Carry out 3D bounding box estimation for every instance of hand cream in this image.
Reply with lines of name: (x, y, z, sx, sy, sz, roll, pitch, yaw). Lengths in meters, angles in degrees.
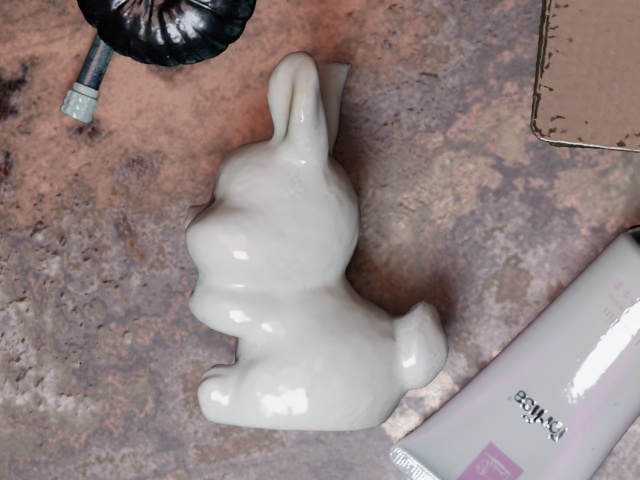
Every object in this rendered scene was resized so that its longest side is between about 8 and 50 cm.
hand cream: (0.237, 0.147, 1.571, 0.185, 0.118, 0.358, 40, 108, 7)

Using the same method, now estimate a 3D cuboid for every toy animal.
toy animal: (-0.010, 0.004, 1.583, 0.241, 0.196, 0.367, -8, 91, 7)

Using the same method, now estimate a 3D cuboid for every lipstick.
lipstick: (-0.239, -0.184, 1.711, 0.037, 0.037, 0.116, 25, 93, 12)

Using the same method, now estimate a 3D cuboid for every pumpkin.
pumpkin: (-0.159, -0.269, 1.637, 0.194, 0.150, 0.194, 18, 123, 31)

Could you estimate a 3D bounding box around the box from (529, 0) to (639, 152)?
box: (0.306, -0.216, 1.522, 0.184, 0.143, 0.273, 5, 92, 14)
